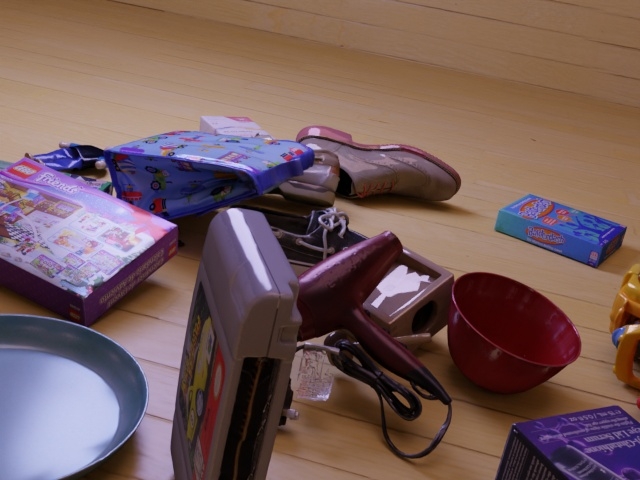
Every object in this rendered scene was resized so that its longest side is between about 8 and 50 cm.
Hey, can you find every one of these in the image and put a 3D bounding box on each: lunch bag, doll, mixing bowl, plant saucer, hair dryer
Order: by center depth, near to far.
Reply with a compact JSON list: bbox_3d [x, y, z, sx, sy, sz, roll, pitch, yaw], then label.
[{"bbox_3d":[-0.342,0.173,0.871,0.317,0.044,0.317,7,24,-3],"label":"plant saucer"},{"bbox_3d":[0.050,0.114,1.014,0.223,0.080,0.293,10,60,0],"label":"hair dryer"},{"bbox_3d":[0.236,0.134,1.089,0.181,0.098,0.181,17,31,-11],"label":"mixing bowl"},{"bbox_3d":[-0.160,-0.115,1.357,0.293,0.138,0.221,-3,14,25],"label":"lunch bag"},{"bbox_3d":[-0.461,-0.156,1.571,0.129,0.046,0.189,29,31,36],"label":"doll"}]

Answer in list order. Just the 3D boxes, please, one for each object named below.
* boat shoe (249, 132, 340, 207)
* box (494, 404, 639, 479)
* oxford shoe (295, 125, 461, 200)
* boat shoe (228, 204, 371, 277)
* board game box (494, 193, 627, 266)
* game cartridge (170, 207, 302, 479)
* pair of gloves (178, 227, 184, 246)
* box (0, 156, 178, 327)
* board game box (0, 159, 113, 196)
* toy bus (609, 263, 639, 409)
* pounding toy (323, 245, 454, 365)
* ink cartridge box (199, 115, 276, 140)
[{"bbox_3d":[-0.112,-0.145,1.565,0.302,0.103,0.113,14,-9,-5],"label":"boat shoe"},{"bbox_3d":[0.293,0.270,0.812,0.153,0.108,0.207,-3,26,-28],"label":"box"},{"bbox_3d":[0.107,-0.122,1.672,0.348,0.123,0.130,12,50,3],"label":"oxford shoe"},{"bbox_3d":[0.000,-0.002,1.321,0.306,0.105,0.113,10,23,2],"label":"boat shoe"},{"bbox_3d":[0.470,-0.024,1.626,0.210,0.047,0.160,22,26,29],"label":"board game box"},{"bbox_3d":[-0.086,0.131,0.749,0.060,0.294,0.196,7,22,-16],"label":"game cartridge"},{"bbox_3d":[-0.262,-0.007,1.352,0.074,0.010,0.083,1,24,-19],"label":"pair of gloves"},{"bbox_3d":[-0.378,-0.006,1.174,0.293,0.057,0.201,23,40,19],"label":"box"},{"bbox_3d":[-0.528,-0.072,1.354,0.317,0.046,0.213,11,25,3],"label":"board game box"},{"bbox_3d":[0.475,0.154,1.134,0.211,0.149,0.220,-31,41,-34],"label":"toy bus"},{"bbox_3d":[0.087,0.116,1.115,0.206,0.094,0.181,-34,44,-27],"label":"pounding toy"},{"bbox_3d":[-0.171,-0.205,1.765,0.115,0.067,0.198,-4,27,-29],"label":"ink cartridge box"}]
